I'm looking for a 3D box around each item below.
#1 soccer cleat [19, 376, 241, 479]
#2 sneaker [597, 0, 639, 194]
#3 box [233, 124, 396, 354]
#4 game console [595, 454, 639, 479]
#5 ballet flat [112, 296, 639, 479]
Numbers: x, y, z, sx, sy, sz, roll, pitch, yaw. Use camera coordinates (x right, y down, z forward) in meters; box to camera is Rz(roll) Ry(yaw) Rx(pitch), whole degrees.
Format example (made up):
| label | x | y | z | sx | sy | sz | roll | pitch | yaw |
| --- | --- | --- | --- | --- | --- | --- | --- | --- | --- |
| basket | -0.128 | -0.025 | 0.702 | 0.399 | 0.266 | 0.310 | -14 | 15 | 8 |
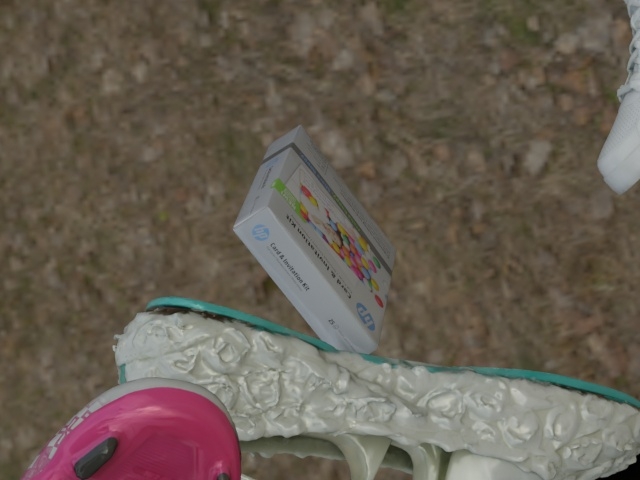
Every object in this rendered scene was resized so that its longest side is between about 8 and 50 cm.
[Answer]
| label | x | y | z | sx | sy | sz | roll | pitch | yaw |
| --- | --- | --- | --- | --- | --- | --- | --- | --- | --- |
| soccer cleat | -0.136 | 0.196 | 0.816 | 0.143 | 0.116 | 0.331 | -112 | 41 | -64 |
| sneaker | 0.309 | -0.198 | 1.466 | 0.169 | 0.292 | 0.108 | 37 | 169 | -2 |
| box | 0.000 | 0.000 | 1.256 | 0.038 | 0.186 | 0.145 | -32 | 105 | 20 |
| game console | 0.192 | 0.310 | 1.482 | 0.213 | 0.361 | 0.044 | 30 | 147 | 27 |
| ballet flat | 0.043 | 0.147 | 1.099 | 0.147 | 0.409 | 0.147 | -167 | 90 | -74 |
